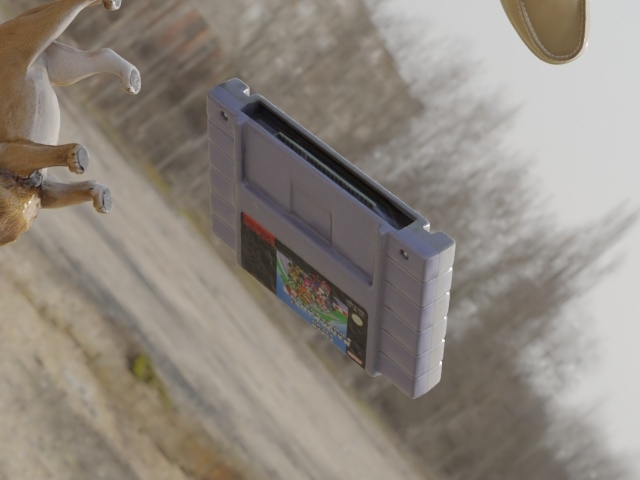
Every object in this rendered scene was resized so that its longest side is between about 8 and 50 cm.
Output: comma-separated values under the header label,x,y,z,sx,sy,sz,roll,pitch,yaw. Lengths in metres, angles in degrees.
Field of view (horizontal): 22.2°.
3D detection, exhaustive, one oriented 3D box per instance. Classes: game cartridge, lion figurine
label,x,y,z,sx,sy,sz,roll,pitch,yaw
game cartridge,0.000,0.000,1.802,0.355,0.068,0.230,38,-40,32
lion figurine,-0.352,-0.145,1.911,0.142,0.240,0.392,60,36,-51

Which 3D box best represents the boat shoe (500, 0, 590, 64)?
label,x,y,z,sx,sy,sz,roll,pitch,yaw
boat shoe,0.265,-0.345,1.964,0.098,0.109,0.302,-105,179,-67
